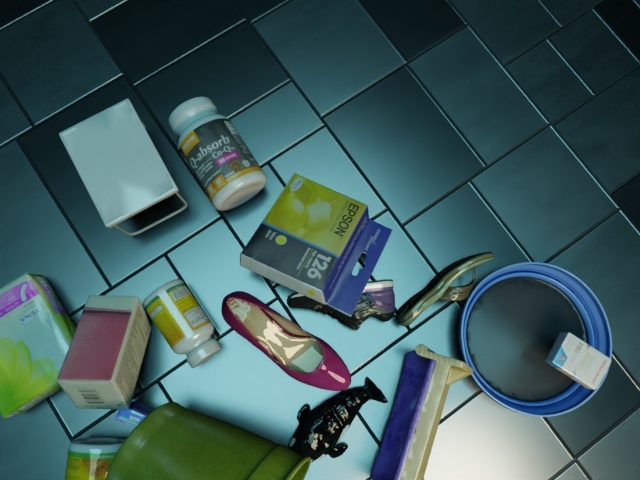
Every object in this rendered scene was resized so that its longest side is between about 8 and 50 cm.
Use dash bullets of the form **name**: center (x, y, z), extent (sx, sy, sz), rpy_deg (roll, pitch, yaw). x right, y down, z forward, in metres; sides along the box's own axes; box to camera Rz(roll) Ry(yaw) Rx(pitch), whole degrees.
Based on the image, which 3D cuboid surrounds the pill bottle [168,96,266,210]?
- **pill bottle**: center (-0.277, -0.231, 1.433), extent (0.162, 0.162, 0.278), rpy_deg (-32, 81, -8)

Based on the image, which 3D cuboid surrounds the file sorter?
- **file sorter**: center (-0.501, -0.179, 1.409), extent (0.193, 0.173, 0.277), rpy_deg (-29, 80, -6)

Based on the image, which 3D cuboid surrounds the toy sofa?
- **toy sofa**: center (0.224, 0.437, 1.286), extent (0.177, 0.150, 0.362), rpy_deg (13, 77, 30)

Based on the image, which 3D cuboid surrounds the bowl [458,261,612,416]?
- **bowl**: center (0.548, 0.253, 1.404), extent (0.392, 0.077, 0.390), rpy_deg (0, 78, -2)

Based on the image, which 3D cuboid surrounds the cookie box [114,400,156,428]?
- **cookie box**: center (-0.438, 0.431, 1.319), extent (0.092, 0.107, 0.040), rpy_deg (22, 79, 3)

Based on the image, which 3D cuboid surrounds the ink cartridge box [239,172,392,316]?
- **ink cartridge box**: center (0.000, 0.000, 1.383), extent (0.308, 0.072, 0.303), rpy_deg (23, 55, 10)

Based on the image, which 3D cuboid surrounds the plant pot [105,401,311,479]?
- **plant pot**: center (-0.265, 0.551, 1.203), extent (0.353, 0.366, 0.366), rpy_deg (29, 79, 16)

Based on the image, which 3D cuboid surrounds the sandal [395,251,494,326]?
- **sandal**: center (0.331, 0.132, 1.409), extent (0.303, 0.120, 0.086), rpy_deg (-40, 88, -1)

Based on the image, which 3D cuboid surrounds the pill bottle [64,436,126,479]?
- **pill bottle**: center (-0.532, 0.599, 1.267), extent (0.137, 0.136, 0.245), rpy_deg (3, 79, -1)

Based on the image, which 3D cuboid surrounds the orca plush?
- **orca plush**: center (0.038, 0.458, 1.332), extent (0.287, 0.102, 0.151), rpy_deg (-24, 80, -7)

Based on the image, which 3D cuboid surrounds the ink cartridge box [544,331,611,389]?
- **ink cartridge box**: center (0.635, 0.297, 1.332), extent (0.123, 0.052, 0.088), rpy_deg (33, 80, 6)

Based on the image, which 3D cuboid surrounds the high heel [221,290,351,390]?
- **high heel**: center (-0.085, 0.258, 1.328), extent (0.378, 0.181, 0.127), rpy_deg (30, 79, 4)

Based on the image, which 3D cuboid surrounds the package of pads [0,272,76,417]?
- **package of pads**: center (-0.736, 0.253, 1.351), extent (0.229, 0.101, 0.296), rpy_deg (-32, 82, -6)

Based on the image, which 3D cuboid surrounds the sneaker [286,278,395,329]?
- **sneaker**: center (0.057, 0.174, 1.393), extent (0.284, 0.107, 0.124), rpy_deg (-6, 85, -3)

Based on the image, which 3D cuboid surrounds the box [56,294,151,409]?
- **box**: center (-0.506, 0.264, 1.284), extent (0.127, 0.148, 0.232), rpy_deg (1, 48, 0)

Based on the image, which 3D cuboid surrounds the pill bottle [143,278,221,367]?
- **pill bottle**: center (-0.344, 0.212, 1.363), extent (0.118, 0.117, 0.208), rpy_deg (-36, 82, -8)
